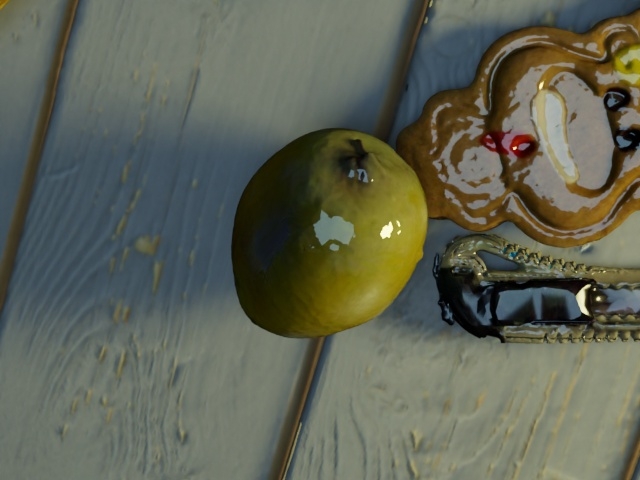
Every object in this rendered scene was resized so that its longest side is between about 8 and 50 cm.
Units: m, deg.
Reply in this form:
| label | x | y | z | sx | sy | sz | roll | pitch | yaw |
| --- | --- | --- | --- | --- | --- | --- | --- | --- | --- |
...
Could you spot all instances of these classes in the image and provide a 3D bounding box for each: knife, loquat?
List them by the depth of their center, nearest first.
| label | x | y | z | sx | sy | sz | roll | pitch | yaw |
| --- | --- | --- | --- | --- | --- | --- | --- | --- | --- |
| loquat | 0.000 | 0.000 | 1.268 | 0.152 | 0.152 | 0.195 | 35 | 126 | 2 |
| knife | 0.270 | 0.043 | 1.280 | 0.365 | 0.043 | 0.089 | 1 | 98 | 9 |

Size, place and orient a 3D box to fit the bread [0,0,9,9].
| label | x | y | z | sx | sy | sz | roll | pitch | yaw |
| --- | --- | --- | --- | --- | --- | --- | --- | --- | --- |
| bread | -0.338 | -0.251 | 1.260 | 0.235 | 0.099 | 0.210 | -41 | 136 | 5 |

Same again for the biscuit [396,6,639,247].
| label | x | y | z | sx | sy | sz | roll | pitch | yaw |
| --- | --- | --- | --- | --- | --- | --- | --- | --- | --- |
| biscuit | 0.206 | -0.086 | 1.262 | 0.295 | 0.044 | 0.186 | -19 | 88 | 12 |
